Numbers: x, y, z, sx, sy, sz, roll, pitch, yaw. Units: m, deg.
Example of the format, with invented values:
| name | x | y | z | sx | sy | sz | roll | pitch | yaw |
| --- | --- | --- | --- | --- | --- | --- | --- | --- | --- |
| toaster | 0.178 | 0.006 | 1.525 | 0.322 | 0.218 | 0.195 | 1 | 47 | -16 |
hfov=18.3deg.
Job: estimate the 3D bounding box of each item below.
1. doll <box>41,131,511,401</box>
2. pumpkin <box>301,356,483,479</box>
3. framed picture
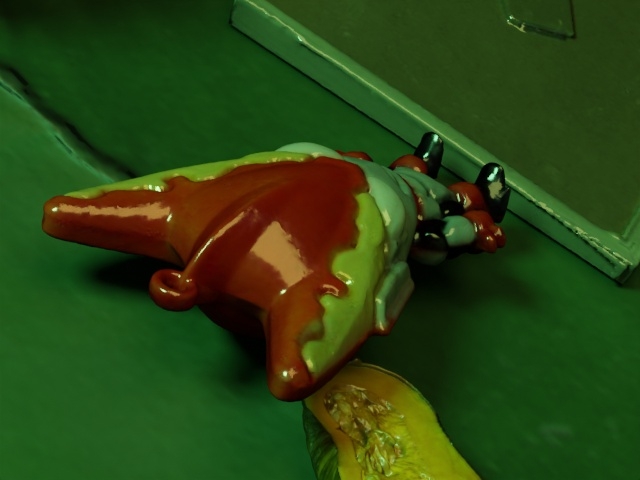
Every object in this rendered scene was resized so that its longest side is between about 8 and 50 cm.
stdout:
| name | x | y | z | sx | sy | sz | roll | pitch | yaw |
| --- | --- | --- | --- | --- | --- | --- | --- | --- | --- |
| doll | 0.000 | 0.000 | 0.662 | 0.109 | 0.057 | 0.169 | 33 | 26 | 25 |
| pumpkin | 0.020 | 0.072 | 0.621 | 0.050 | 0.028 | 0.083 | 3 | 40 | -24 |
| framed picture | 0.094 | -0.108 | 0.835 | 0.189 | 0.023 | 0.260 | 34 | 42 | 3 |
